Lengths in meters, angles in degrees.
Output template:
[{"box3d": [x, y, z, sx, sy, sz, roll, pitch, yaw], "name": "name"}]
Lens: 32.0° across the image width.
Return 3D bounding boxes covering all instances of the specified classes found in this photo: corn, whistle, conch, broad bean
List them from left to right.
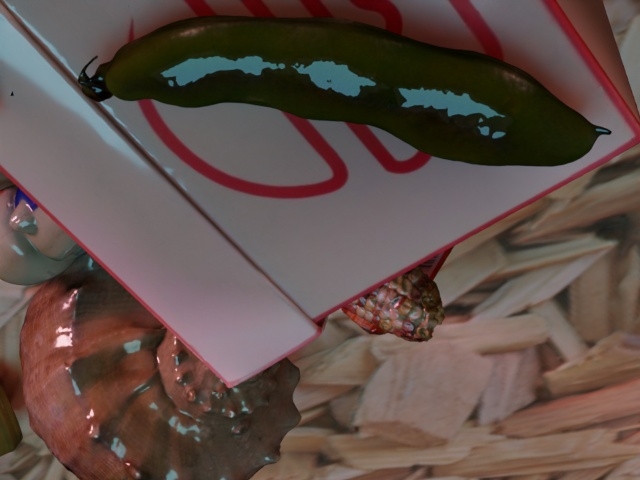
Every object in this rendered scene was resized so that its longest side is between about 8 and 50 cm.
[{"box3d": [-0.214, -0.032, 0.943, 0.244, 0.110, 0.092, -33, 82, 30], "name": "whistle"}, {"box3d": [-0.179, 0.141, 1.030, 0.324, 0.186, 0.263, -32, 99, 27], "name": "conch"}, {"box3d": [0.000, 0.000, 0.902, 0.237, 0.079, 0.079, 33, 128, 13], "name": "corn"}, {"box3d": [0.013, -0.073, 0.525, 0.254, 0.046, 0.065, 8, 131, -1], "name": "broad bean"}]

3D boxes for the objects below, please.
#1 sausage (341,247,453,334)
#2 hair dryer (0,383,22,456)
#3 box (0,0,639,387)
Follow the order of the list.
[{"box3d": [0.093, -0.041, 0.908, 0.074, 0.074, 0.274, 20, 127, -7], "name": "sausage"}, {"box3d": [-0.382, 0.249, 1.184, 0.135, 0.090, 0.279, -25, 150, -23], "name": "hair dryer"}, {"box3d": [-0.025, -0.163, 0.681, 0.300, 0.314, 0.312, -31, 117, 24], "name": "box"}]
